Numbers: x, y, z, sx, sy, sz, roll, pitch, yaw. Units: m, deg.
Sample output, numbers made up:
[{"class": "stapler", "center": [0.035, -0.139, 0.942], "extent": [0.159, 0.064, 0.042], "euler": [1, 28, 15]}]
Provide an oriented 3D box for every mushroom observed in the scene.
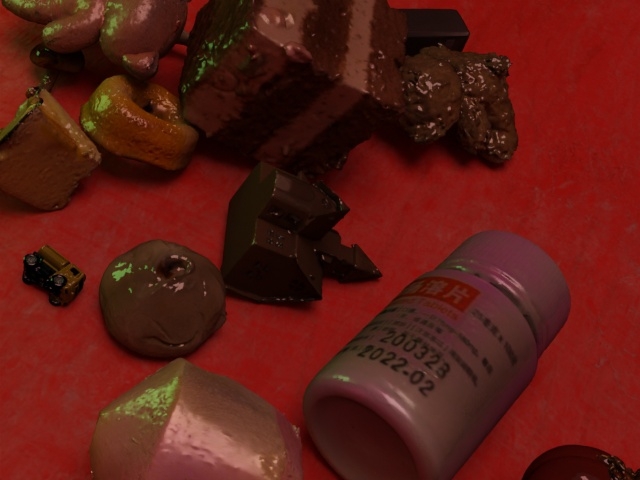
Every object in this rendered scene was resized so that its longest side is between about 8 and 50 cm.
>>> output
[{"class": "mushroom", "center": [-0.430, -0.278, 1.607], "extent": [0.088, 0.073, 0.130], "euler": [21, 50, 3]}]

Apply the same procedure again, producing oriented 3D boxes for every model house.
[{"class": "model house", "center": [0.000, 0.000, 1.504], "extent": [0.248, 0.176, 0.181], "euler": [22, 47, -24]}]

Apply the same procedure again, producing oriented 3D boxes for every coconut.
[{"class": "coconut", "center": [-0.156, 0.265, 1.201], "extent": [0.245, 0.233, 0.233], "euler": [27, 50, -7]}]

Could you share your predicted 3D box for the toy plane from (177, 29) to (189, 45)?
[{"class": "toy plane", "center": [-0.256, -0.358, 1.718], "extent": [0.286, 0.108, 0.092], "euler": [26, 47, -14]}]

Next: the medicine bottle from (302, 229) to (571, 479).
[{"class": "medicine bottle", "center": [0.171, 0.163, 1.379], "extent": [0.219, 0.219, 0.388], "euler": [40, 53, 13]}]

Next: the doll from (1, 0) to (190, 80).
[{"class": "doll", "center": [-0.354, -0.356, 1.613], "extent": [0.303, 0.156, 0.201], "euler": [17, 65, 17]}]

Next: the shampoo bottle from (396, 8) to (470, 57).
[{"class": "shampoo bottle", "center": [0.152, -0.383, 1.884], "extent": [0.246, 0.080, 0.079], "euler": [-5, 54, -23]}]

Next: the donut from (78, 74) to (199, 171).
[{"class": "donut", "center": [-0.272, -0.188, 1.556], "extent": [0.190, 0.075, 0.174], "euler": [25, 27, -16]}]

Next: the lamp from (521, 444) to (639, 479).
[{"class": "lamp", "center": [0.339, 0.376, 1.288], "extent": [0.226, 0.227, 0.227], "euler": [9, 51, -12]}]

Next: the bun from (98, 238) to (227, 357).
[{"class": "bun", "center": [-0.213, 0.071, 1.386], "extent": [0.173, 0.113, 0.167], "euler": [-20, 63, -28]}]

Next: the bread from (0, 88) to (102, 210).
[{"class": "bread", "center": [-0.427, -0.150, 1.441], "extent": [0.140, 0.160, 0.169], "euler": [-45, 71, 6]}]

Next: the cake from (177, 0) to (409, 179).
[{"class": "cake", "center": [-0.042, -0.288, 1.590], "extent": [0.290, 0.255, 0.282], "euler": [31, 46, -26]}]

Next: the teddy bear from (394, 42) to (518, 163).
[{"class": "teddy bear", "center": [0.215, -0.251, 1.757], "extent": [0.256, 0.156, 0.267], "euler": [-17, 62, -27]}]

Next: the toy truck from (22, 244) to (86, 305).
[{"class": "toy truck", "center": [-0.367, 0.049, 1.394], "extent": [0.083, 0.049, 0.054], "euler": [36, 50, 12]}]
